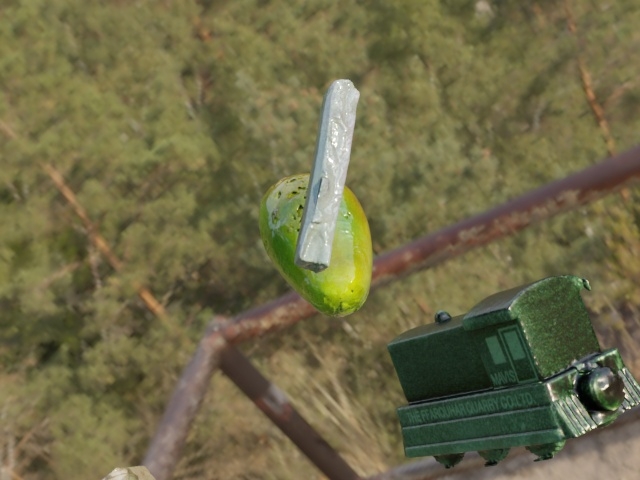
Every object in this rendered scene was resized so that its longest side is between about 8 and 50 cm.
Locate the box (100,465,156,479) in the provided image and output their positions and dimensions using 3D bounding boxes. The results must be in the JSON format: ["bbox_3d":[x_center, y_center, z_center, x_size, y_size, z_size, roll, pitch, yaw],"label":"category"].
[{"bbox_3d":[-0.127,0.213,0.797,0.045,0.098,0.062,-39,-13,3],"label":"box"}]

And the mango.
[{"bbox_3d":[0.000,0.000,1.243,0.111,0.125,0.233,-8,30,-18],"label":"mango"}]

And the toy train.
[{"bbox_3d":[0.198,0.149,1.217,0.138,0.178,0.330,-19,-2,-33],"label":"toy train"}]

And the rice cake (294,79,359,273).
[{"bbox_3d":[0.007,-0.059,0.952,0.042,0.030,0.180,136,147,-63],"label":"rice cake"}]
